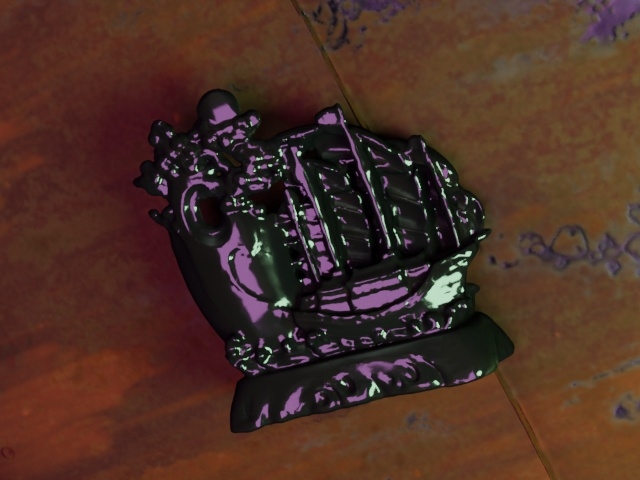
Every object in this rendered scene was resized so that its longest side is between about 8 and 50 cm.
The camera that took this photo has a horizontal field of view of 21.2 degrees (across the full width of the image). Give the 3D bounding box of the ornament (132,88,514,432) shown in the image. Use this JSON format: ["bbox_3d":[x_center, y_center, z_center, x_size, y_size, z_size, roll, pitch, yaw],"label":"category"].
[{"bbox_3d":[0.000,0.000,1.278,0.251,0.106,0.260,-13,99,18],"label":"ornament"}]
